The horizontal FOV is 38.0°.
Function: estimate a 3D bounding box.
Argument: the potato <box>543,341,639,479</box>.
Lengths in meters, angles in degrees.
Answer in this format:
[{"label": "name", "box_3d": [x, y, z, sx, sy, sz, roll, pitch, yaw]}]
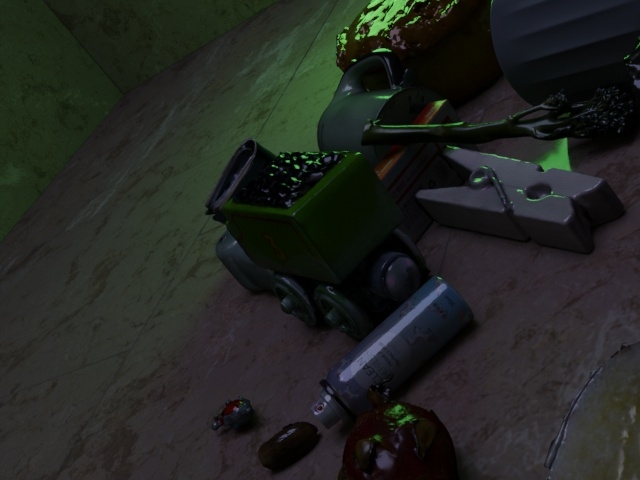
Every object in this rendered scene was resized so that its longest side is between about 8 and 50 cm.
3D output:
[{"label": "potato", "box_3d": [0.286, 0.215, 0.691, 0.239, 0.116, 0.299, -32, 35, 30]}]

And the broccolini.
[{"label": "broccolini", "box_3d": [0.244, -0.174, 1.323, 0.392, 0.074, 0.079, 0, 6, 16]}]

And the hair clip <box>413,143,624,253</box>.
[{"label": "hair clip", "box_3d": [0.253, -0.059, 1.258, 0.101, 0.085, 0.331, -47, 26, -12]}]

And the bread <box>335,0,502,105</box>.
[{"label": "bread", "box_3d": [0.214, -0.404, 1.779, 0.398, 0.215, 0.398, -32, 26, 17]}]

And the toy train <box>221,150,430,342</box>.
[{"label": "toy train", "box_3d": [0.000, 0.000, 1.319, 0.173, 0.249, 0.307, -45, 24, -19]}]

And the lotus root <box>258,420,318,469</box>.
[{"label": "lotus root", "box_3d": [-0.041, 0.259, 1.173, 0.083, 0.037, 0.030, -36, 28, 6]}]

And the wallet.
[{"label": "wallet", "box_3d": [-0.121, -0.091, 1.743, 0.170, 0.069, 0.231, -54, -21, 5]}]

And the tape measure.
[{"label": "tape measure", "box_3d": [-0.052, -0.031, 1.600, 0.243, 0.125, 0.246, -50, 25, -23]}]

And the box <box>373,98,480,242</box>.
[{"label": "box", "box_3d": [0.150, -0.099, 1.434, 0.050, 0.123, 0.229, 3, 48, 53]}]

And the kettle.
[{"label": "kettle", "box_3d": [0.104, -0.206, 1.592, 0.165, 0.240, 0.255, -6, 10, -22]}]

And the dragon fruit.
[{"label": "dragon fruit", "box_3d": [0.077, 0.217, 0.980, 0.125, 0.125, 0.246, -37, 17, 12]}]

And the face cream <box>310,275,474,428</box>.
[{"label": "face cream", "box_3d": [0.084, 0.145, 1.153, 0.229, 0.075, 0.075, -42, 24, -6]}]

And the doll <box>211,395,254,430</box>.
[{"label": "doll", "box_3d": [-0.119, 0.245, 1.312, 0.057, 0.039, 0.114, -14, -3, -27]}]

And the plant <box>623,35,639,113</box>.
[{"label": "plant", "box_3d": [0.477, -0.181, 1.049, 0.234, 0.178, 0.204, -8, 25, 32]}]

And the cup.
[{"label": "cup", "box_3d": [0.464, -0.331, 1.308, 0.323, 0.237, 0.327, -18, 6, -39]}]
